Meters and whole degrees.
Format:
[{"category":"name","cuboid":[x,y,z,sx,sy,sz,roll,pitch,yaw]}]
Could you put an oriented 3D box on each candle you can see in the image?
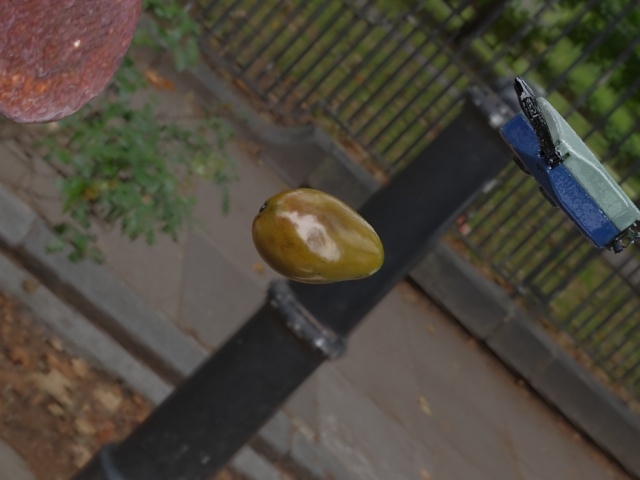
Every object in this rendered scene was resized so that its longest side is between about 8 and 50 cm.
[{"category":"candle","cuboid":[-0.230,-0.221,0.942,0.131,0.317,0.287,30,38,20]}]

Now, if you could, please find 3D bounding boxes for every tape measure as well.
[{"category":"tape measure","cuboid":[0.315,-0.142,1.834,0.351,0.098,0.215,45,11,-35]}]

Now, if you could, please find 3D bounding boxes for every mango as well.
[{"category":"mango","cuboid":[-0.003,-0.005,1.466,0.163,0.089,0.111,-2,67,-41]}]
